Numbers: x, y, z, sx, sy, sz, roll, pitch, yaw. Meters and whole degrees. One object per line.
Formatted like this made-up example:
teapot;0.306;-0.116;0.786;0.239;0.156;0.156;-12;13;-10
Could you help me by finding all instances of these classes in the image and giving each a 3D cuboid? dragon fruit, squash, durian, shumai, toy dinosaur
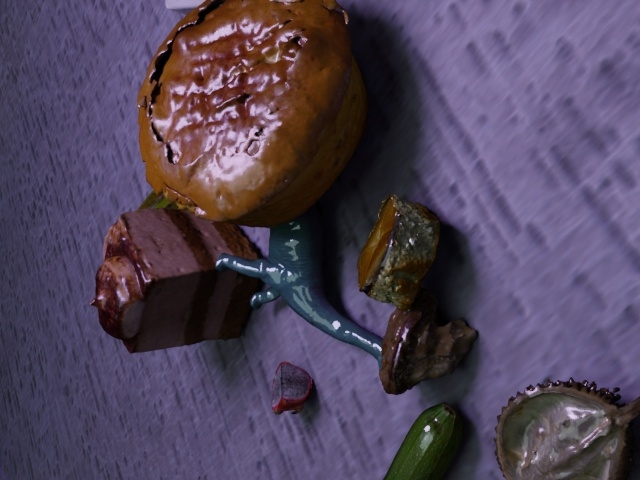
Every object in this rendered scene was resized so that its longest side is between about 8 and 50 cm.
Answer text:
dragon fruit;-0.047;0.249;1.140;0.083;0.060;0.056;-101;25;-52
squash;0.128;0.310;0.925;0.068;0.077;0.219;23;117;3
durian;0.275;0.209;0.735;0.148;0.091;0.188;53;127;17
shumai;0.127;0.144;0.912;0.105;0.139;0.123;42;160;4
toy dinosaur;0.000;0.000;1.059;0.330;0.129;0.384;6;96;38

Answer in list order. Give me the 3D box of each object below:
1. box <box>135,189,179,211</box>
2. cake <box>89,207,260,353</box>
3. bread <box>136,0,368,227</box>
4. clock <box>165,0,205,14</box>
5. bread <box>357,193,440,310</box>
box;-0.305;-0.075;1.390;0.193;0.030;0.121;-4;47;50
cake;-0.277;0.070;1.218;0.199;0.292;0.196;49;132;35
bread;-0.096;-0.194;1.004;0.336;0.204;0.359;28;90;30
clock;-0.198;-0.546;1.232;0.231;0.116;0.263;15;104;48
bread;0.101;0.011;0.903;0.140;0.069;0.128;-93;24;-68
